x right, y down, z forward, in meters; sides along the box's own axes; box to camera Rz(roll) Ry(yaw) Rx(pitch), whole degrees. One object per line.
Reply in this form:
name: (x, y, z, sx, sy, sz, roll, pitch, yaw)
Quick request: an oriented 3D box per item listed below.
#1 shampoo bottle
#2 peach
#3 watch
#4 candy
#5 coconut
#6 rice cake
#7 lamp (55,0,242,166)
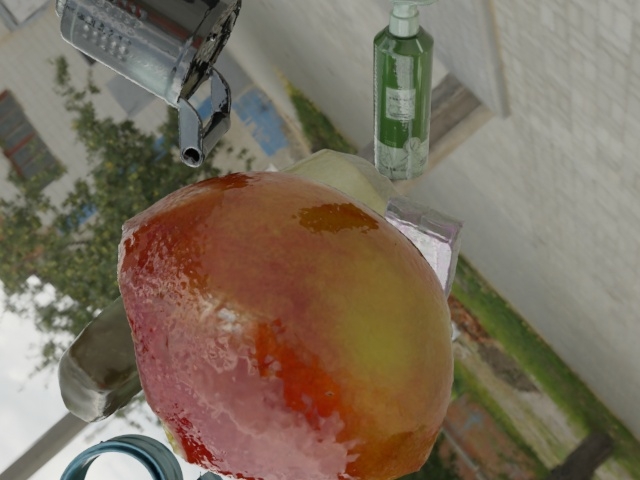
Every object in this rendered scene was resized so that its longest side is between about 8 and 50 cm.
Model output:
shampoo bottle: (0.086, -0.158, 0.836, 0.065, 0.065, 0.204, 48, 153, 40)
peach: (-0.040, 0.081, 0.870, 0.380, 0.306, 0.242, 12, 180, -5)
watch: (-0.265, 0.364, 1.175, 0.193, 0.211, 0.211, 35, 177, 7)
candy: (-0.245, 0.131, 1.100, 0.102, 0.234, 0.104, 40, 136, 8)
coconut: (0.000, 0.000, 1.476, 0.323, 0.323, 0.323, 50, 179, 2)
rice cake: (0.143, 0.040, 1.193, 0.106, 0.050, 0.298, 24, 152, 17)
lamp: (-0.268, -0.337, 1.275, 0.272, 0.374, 0.205, 15, -147, 6)
